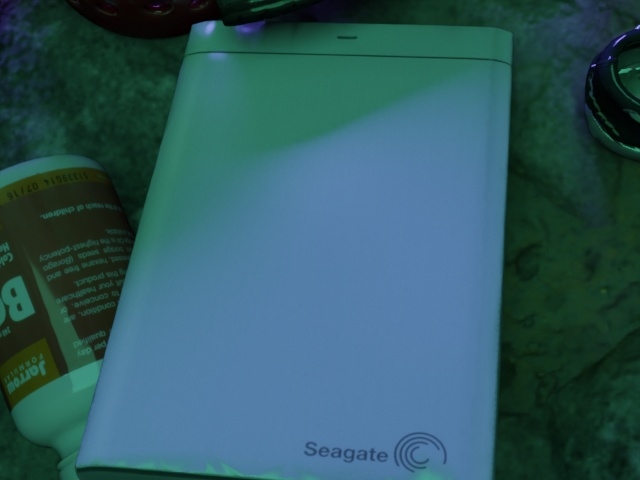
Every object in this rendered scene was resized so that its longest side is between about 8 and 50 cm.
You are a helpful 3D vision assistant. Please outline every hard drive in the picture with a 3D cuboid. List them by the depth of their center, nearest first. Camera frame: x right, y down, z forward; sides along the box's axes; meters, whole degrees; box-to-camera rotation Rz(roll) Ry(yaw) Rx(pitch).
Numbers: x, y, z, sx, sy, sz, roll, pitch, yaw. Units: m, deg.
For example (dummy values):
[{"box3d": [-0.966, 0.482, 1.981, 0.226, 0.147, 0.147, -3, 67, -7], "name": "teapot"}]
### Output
[{"box3d": [0.000, 0.000, 0.755, 0.233, 0.047, 0.353, 3, 55, 8], "name": "hard drive"}]

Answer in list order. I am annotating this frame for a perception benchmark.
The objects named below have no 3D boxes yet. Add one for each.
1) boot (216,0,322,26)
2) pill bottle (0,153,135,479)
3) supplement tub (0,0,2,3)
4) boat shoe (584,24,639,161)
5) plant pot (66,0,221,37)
[{"box3d": [0.010, -0.260, 0.814, 0.246, 0.083, 0.161, -29, 102, -11], "name": "boot"}, {"box3d": [-0.163, 0.061, 0.799, 0.121, 0.121, 0.216, -26, 76, 2], "name": "pill bottle"}, {"box3d": [-0.392, -0.251, 0.856, 0.316, 0.193, 0.193, 34, 85, 12], "name": "supplement tub"}, {"box3d": [0.328, -0.086, 0.776, 0.302, 0.091, 0.114, 1, 79, 8], "name": "boat shoe"}, {"box3d": [-0.132, -0.259, 0.835, 0.191, 0.174, 0.191, -1, 80, 5], "name": "plant pot"}]
